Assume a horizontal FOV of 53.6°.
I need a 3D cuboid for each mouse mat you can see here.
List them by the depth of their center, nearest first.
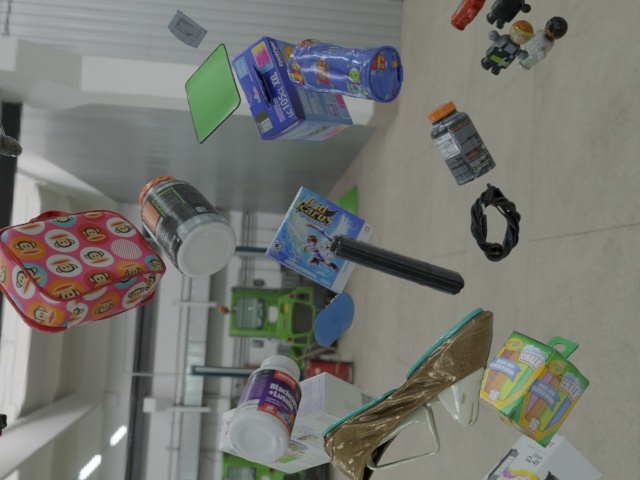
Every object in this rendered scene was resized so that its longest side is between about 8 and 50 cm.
[{"bbox_3d":[-0.240,-0.323,1.394,0.152,0.007,0.190,-36,56,31],"label":"mouse mat"}]

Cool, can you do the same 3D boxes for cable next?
[{"bbox_3d":[0.392,-0.028,1.400,0.184,0.047,0.151,46,-125,-36],"label":"cable"}]

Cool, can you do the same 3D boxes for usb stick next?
[{"bbox_3d":[0.155,0.048,1.282,0.077,0.278,0.045,-78,6,-72],"label":"usb stick"}]

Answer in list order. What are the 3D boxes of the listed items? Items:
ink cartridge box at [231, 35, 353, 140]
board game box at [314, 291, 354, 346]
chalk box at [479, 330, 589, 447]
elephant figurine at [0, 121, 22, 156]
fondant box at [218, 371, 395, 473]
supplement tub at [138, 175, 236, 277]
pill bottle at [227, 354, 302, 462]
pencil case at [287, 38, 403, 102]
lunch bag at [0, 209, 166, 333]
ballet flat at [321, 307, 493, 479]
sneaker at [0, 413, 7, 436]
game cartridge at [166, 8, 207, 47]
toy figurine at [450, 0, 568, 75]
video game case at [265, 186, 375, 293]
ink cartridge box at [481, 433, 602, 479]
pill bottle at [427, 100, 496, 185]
[{"bbox_3d":[-0.096,-0.447,1.916,0.395,0.151,0.270,-13,-100,-56],"label":"ink cartridge box"},{"bbox_3d":[0.032,0.226,1.838,0.033,0.168,0.133,21,139,41],"label":"board game box"},{"bbox_3d":[0.440,0.281,1.296,0.213,0.132,0.132,-53,23,-8],"label":"chalk box"},{"bbox_3d":[-0.522,-0.153,0.914,0.169,0.239,0.186,-58,-24,0],"label":"elephant figurine"},{"bbox_3d":[-0.033,0.425,1.443,0.330,0.238,0.096,-30,44,31],"label":"fondant box"},{"bbox_3d":[-0.422,-0.053,1.958,0.338,0.207,0.207,43,138,40],"label":"supplement tub"},{"bbox_3d":[-0.093,0.298,1.157,0.193,0.108,0.108,-72,-11,-63],"label":"pill bottle"},{"bbox_3d":[0.055,-0.385,1.427,0.306,0.133,0.119,25,126,48],"label":"pencil case"},{"bbox_3d":[-0.484,0.037,1.250,0.293,0.258,0.120,-17,-35,-53],"label":"lunch bag"},{"bbox_3d":[0.152,0.250,0.944,0.124,0.342,0.116,54,-168,26],"label":"ballet flat"},{"bbox_3d":[-0.689,0.400,1.281,0.178,0.077,0.072,-36,60,34],"label":"sneaker"},{"bbox_3d":[-0.309,-0.485,1.461,0.056,0.083,0.017,-55,33,5],"label":"game cartridge"},{"bbox_3d":[0.422,-0.486,1.395,0.210,0.213,0.148,63,142,18],"label":"toy figurine"},{"bbox_3d":[0.000,0.000,2.002,0.244,0.269,0.061,-63,7,-8],"label":"video game case"},{"bbox_3d":[0.504,0.622,1.561,0.306,0.131,0.226,-46,-3,-8],"label":"ink cartridge box"},{"bbox_3d":[0.421,-0.300,1.930,0.246,0.130,0.130,59,177,-6],"label":"pill bottle"}]
